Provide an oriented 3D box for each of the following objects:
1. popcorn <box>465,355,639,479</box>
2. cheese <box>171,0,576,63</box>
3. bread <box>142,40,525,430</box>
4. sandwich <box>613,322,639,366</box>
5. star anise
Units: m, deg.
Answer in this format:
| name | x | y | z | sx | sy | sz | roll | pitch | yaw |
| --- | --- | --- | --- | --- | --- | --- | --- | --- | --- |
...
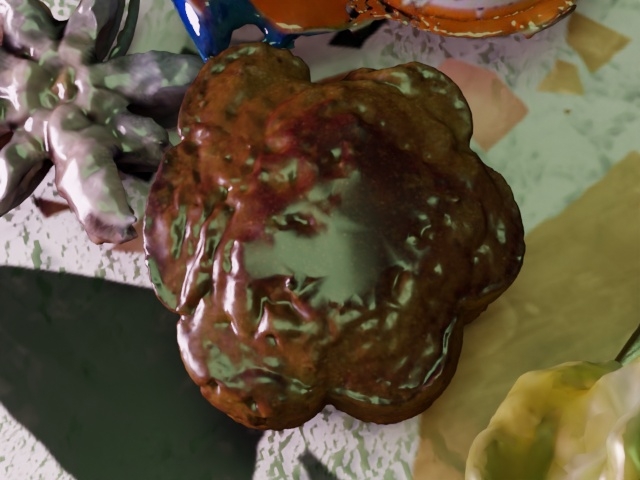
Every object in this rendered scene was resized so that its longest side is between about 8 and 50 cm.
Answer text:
| name | x | y | z | sx | sy | sz | roll | pitch | yaw |
| --- | --- | --- | --- | --- | --- | --- | --- | --- | --- |
| popcorn | 0.247 | 0.179 | 0.988 | 0.334 | 0.293 | 0.292 | -14 | 83 | 29 |
| cheese | 0.056 | -0.208 | 1.225 | 0.329 | 0.129 | 0.217 | -21 | 66 | -10 |
| bread | 0.011 | 0.007 | 1.140 | 0.232 | 0.135 | 0.246 | 6 | 68 | 5 |
| sandwich | 0.233 | 0.072 | 1.136 | 0.074 | 0.074 | 0.116 | 33 | 74 | 15 |
| star anise | -0.166 | -0.093 | 1.213 | 0.229 | 0.093 | 0.236 | -14 | 66 | -2 |
